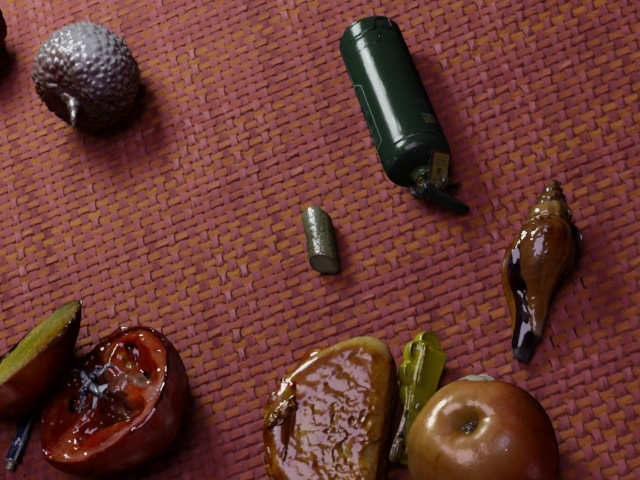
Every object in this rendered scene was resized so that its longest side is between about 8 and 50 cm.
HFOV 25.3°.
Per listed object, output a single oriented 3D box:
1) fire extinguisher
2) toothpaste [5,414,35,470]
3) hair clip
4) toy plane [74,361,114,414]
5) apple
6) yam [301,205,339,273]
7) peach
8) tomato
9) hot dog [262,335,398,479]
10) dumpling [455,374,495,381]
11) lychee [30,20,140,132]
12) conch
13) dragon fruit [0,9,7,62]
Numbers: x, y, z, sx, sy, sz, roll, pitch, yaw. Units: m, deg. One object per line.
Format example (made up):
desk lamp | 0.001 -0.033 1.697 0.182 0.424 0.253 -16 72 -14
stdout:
fire extinguisher | 0.117 -0.167 1.966 0.095 0.114 0.311 -49 44 38
toothpaste | -0.416 0.278 1.961 0.027 0.019 0.083 -8 54 36
hair clip | 0.124 0.197 1.776 0.046 0.072 0.173 -10 64 40
toy plane | -0.298 0.186 1.853 0.078 0.031 0.083 -56 37 3
apple | 0.186 0.248 1.654 0.199 0.199 0.199 -9 60 16
yam | 0.000 0.000 1.944 0.043 0.043 0.094 -16 57 12
peach | -0.382 0.165 1.938 0.279 0.068 0.189 -29 24 46
tomato | -0.257 0.223 1.884 0.228 0.101 0.228 -25 41 23
hot dog | 0.006 0.243 1.749 0.153 0.150 0.256 3 64 12
dumpling | 0.188 0.186 1.771 0.043 0.077 0.059 45 42 -2
lychee | -0.355 -0.243 2.140 0.165 0.165 0.197 1 41 21
conch | 0.272 0.031 1.802 0.086 0.080 0.232 20 71 37
dragon fruit | -0.598 -0.328 2.279 0.189 0.182 0.182 -4 59 -2
